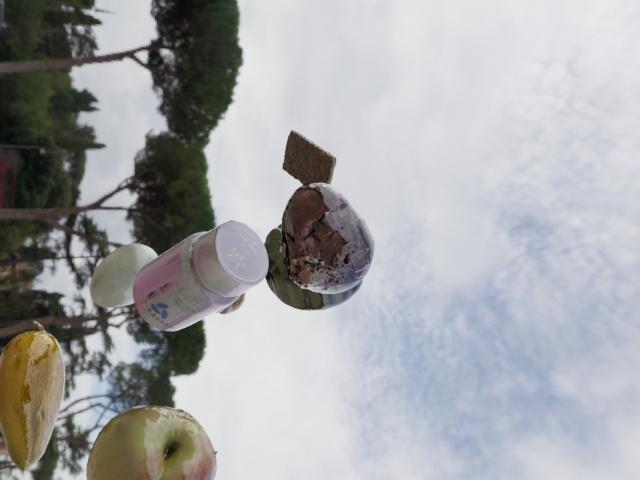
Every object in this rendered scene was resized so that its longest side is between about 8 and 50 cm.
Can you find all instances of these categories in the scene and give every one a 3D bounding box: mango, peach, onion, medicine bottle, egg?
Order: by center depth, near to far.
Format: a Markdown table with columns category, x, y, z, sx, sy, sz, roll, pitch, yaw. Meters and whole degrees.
| category | x | y | z | sx | sy | sz | roll | pitch | yaw |
| --- | --- | --- | --- | --- | --- | --- | --- | --- | --- |
| peach | -0.302 | 0.398 | 1.083 | 0.232 | 0.232 | 0.233 | 6 | -83 | 56 |
| medicine bottle | -0.228 | 0.069 | 1.168 | 0.254 | 0.152 | 0.152 | -26 | -111 | 35 |
| mango | -0.635 | 0.336 | 1.351 | 0.176 | 0.119 | 0.317 | 60 | 28 | -85 |
| onion | 0.010 | -0.007 | 1.474 | 0.221 | 0.281 | 0.281 | -13 | -99 | 34 |
| egg | -0.537 | 0.100 | 1.695 | 0.151 | 0.209 | 0.151 | 41 | -18 | 17 |

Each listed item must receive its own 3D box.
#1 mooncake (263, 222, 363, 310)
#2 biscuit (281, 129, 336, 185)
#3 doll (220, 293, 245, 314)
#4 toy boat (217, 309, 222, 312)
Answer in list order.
| category | x | y | z | sx | sy | sz | roll | pitch | yaw |
| --- | --- | --- | --- | --- | --- | --- | --- | --- | --- |
| mooncake | -0.024 | 0.063 | 2.045 | 0.351 | 0.351 | 0.187 | 53 | -19 | 41 |
| biscuit | -0.037 | -0.217 | 1.735 | 0.231 | 0.025 | 0.131 | 38 | -56 | 44 |
| doll | -0.374 | 0.184 | 2.121 | 0.162 | 0.269 | 0.167 | 26 | -72 | 50 |
| toy boat | -0.312 | 0.116 | 1.868 | 0.215 | 0.123 | 0.330 | -20 | -144 | 23 |
